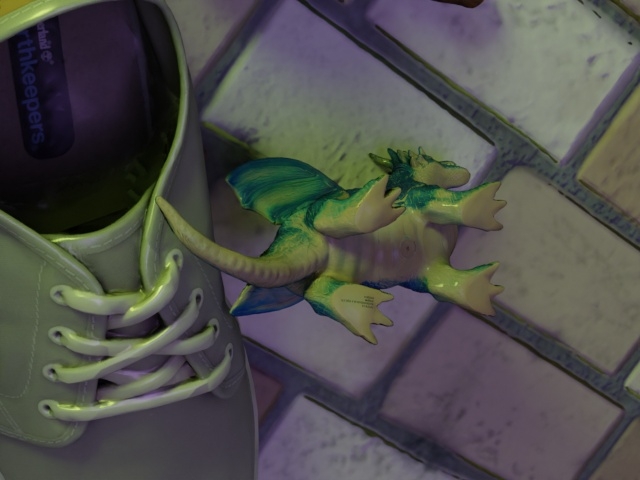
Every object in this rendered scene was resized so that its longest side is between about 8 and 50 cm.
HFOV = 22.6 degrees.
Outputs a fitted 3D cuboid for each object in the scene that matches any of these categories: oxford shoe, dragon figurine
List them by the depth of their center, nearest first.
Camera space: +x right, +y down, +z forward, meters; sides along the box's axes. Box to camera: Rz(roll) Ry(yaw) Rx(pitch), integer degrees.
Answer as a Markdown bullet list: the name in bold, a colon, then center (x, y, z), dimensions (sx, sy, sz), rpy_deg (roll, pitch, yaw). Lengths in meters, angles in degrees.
- **oxford shoe**: center (-0.117, 0.033, 0.857), dimensions (0.169, 0.130, 0.449), rpy_deg (-19, 123, -19)
- **dragon figurine**: center (0.000, 0.000, 0.859), dimensions (0.289, 0.144, 0.085), rpy_deg (-9, 101, -42)

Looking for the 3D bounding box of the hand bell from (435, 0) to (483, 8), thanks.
- **hand bell**: center (0.013, -0.178, 0.847), dimensions (0.242, 0.126, 0.126), rpy_deg (26, 101, -46)
